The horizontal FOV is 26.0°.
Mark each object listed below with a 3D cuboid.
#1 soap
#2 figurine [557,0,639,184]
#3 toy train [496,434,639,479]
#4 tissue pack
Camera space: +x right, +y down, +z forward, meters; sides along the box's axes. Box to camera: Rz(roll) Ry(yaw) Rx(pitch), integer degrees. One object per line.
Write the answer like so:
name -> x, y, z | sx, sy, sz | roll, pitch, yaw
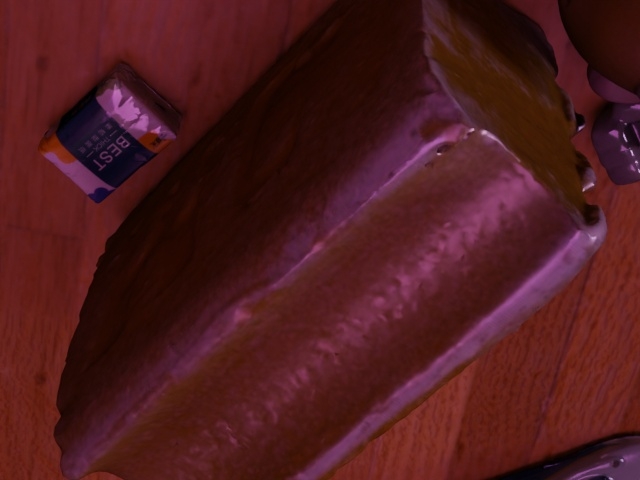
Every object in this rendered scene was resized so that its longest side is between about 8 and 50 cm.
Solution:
soap -> 0.000, 0.000, 0.858 | 0.156, 0.293, 0.335 | 40, 116, -17
figurine -> 0.283, -0.138, 0.832 | 0.285, 0.167, 0.342 | 13, 125, -9
toy train -> 0.168, 0.219, 1.124 | 0.234, 0.051, 0.052 | -22, 122, 15
tissue pack -> -0.146, -0.074, 0.961 | 0.083, 0.042, 0.062 | -38, 111, 22
